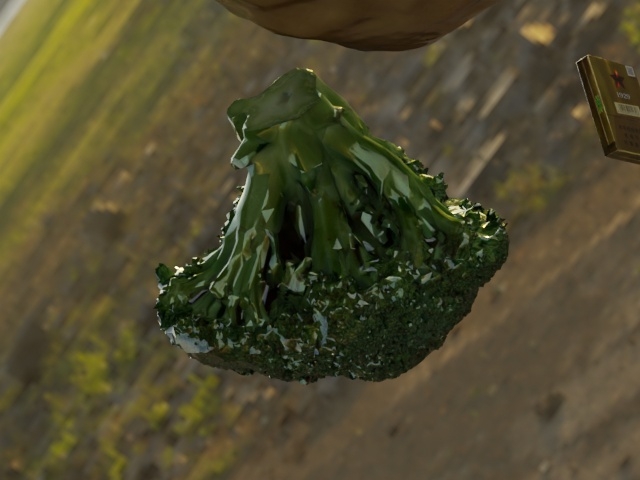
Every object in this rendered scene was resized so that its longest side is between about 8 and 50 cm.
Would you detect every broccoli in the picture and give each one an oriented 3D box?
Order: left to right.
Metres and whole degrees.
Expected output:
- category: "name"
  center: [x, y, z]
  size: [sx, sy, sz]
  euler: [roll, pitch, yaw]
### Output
- category: "broccoli"
  center: [0.000, 0.000, 1.580]
  size: [0.308, 0.275, 0.308]
  euler: [-19, 31, 12]

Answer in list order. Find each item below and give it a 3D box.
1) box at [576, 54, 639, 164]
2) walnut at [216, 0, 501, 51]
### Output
- category: "box"
  center: [0.361, -0.156, 2.215]
  size: [0.023, 0.090, 0.133]
  euler: [-33, 62, 39]
- category: "walnut"
  center: [0.007, -0.301, 1.206]
  size: [0.383, 0.383, 0.383]
  euler: [-51, 13, 17]
